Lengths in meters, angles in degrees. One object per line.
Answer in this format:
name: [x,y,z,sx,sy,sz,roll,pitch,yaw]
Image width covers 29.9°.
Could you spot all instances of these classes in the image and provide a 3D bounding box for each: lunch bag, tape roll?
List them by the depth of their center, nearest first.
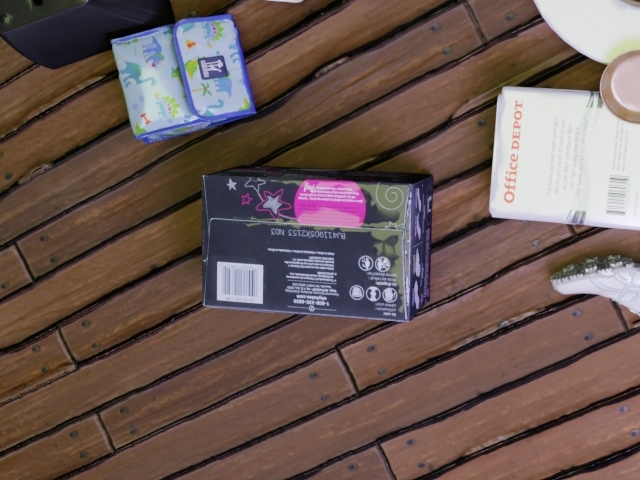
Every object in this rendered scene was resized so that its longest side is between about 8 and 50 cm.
tape roll: [0.362,-0.320,1.286,0.286,0.100,0.286,2,97,15]
lunch bag: [-0.164,-0.197,1.456,0.151,0.096,0.128,-13,91,2]

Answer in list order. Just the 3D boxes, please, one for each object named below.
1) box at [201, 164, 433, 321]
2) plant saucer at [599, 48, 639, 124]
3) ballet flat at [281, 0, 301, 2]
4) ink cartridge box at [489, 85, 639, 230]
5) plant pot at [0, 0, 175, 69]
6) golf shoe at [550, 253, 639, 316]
box: [0.000,0.000,1.407,0.247,0.142,0.163,3,99,16]
plant saucer: [0.336,-0.163,1.259,0.083,0.015,0.083,8,119,15]
ballet flat: [0.004,-0.341,1.382,0.400,0.139,0.139,4,98,19]
ink cartridge box: [0.299,-0.093,1.339,0.203,0.086,0.148,7,98,15]
plant pot: [-0.311,-0.323,1.439,0.188,0.167,0.188,-15,92,16]
golf shoe: [0.351,0.057,1.357,0.176,0.069,0.086,-8,101,17]
